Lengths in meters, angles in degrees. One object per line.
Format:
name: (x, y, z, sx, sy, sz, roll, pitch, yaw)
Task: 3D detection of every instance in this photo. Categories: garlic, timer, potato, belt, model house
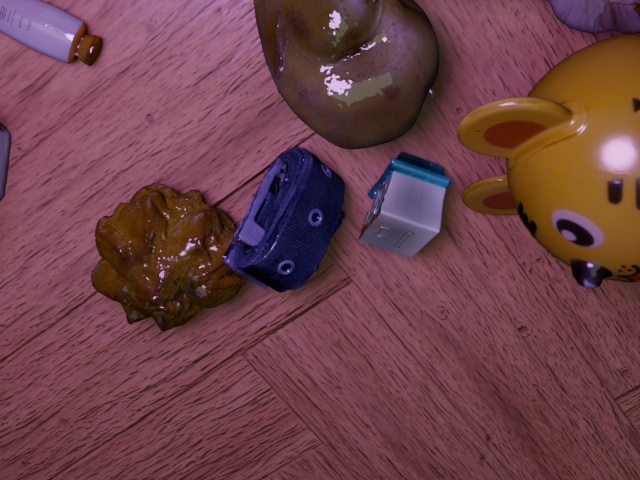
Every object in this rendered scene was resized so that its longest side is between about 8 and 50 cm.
garlic: (0.382, -0.406, 0.938, 0.207, 0.207, 0.256, 8, 106, -4)
timer: (0.387, -0.103, 0.994, 0.387, 0.376, 0.376, -3, 114, 10)
potato: (0.021, -0.294, 0.989, 0.218, 0.202, 0.351, -32, 97, 25)
belt: (-0.055, -0.041, 1.087, 0.128, 0.122, 0.218, 38, 66, -34)
model house: (0.134, -0.068, 1.122, 0.100, 0.149, 0.127, 20, 155, -7)

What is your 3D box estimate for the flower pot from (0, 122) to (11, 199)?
flower pot: (-0.595, -0.107, 1.055, 0.190, 0.239, 0.209, 15, 83, -5)

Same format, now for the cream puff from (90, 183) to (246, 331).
cream puff: (-0.245, 0.033, 1.146, 0.244, 0.196, 0.244, 9, 110, 26)

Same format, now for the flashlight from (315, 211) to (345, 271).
flashlight: (0.000, 0.000, 1.196, 0.057, 0.035, 0.121, 32, 110, -12)

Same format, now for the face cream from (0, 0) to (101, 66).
face cream: (-0.414, -0.315, 1.050, 0.182, 0.051, 0.072, 23, 110, -9)
